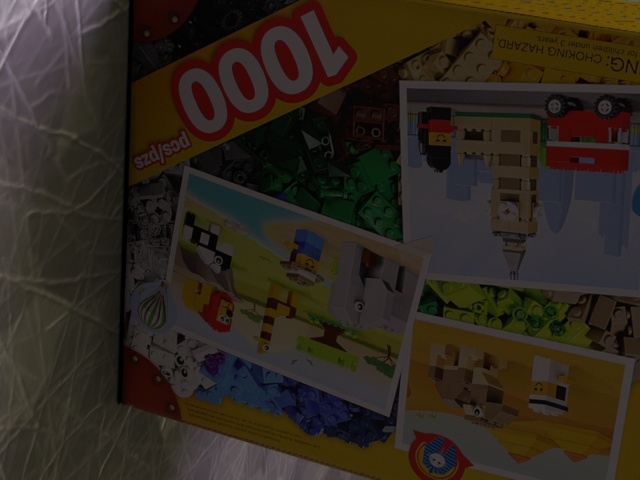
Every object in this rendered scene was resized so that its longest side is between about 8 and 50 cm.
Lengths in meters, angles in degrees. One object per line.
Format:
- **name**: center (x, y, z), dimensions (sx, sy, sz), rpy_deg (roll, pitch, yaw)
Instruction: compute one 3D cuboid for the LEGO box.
- **LEGO box**: center (0.113, -0.007, 0.908), dimensions (0.193, 0.500, 0.372), rpy_deg (-38, 136, -61)
